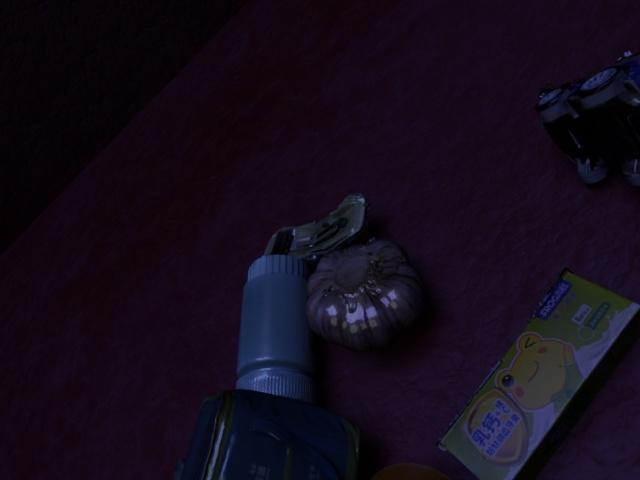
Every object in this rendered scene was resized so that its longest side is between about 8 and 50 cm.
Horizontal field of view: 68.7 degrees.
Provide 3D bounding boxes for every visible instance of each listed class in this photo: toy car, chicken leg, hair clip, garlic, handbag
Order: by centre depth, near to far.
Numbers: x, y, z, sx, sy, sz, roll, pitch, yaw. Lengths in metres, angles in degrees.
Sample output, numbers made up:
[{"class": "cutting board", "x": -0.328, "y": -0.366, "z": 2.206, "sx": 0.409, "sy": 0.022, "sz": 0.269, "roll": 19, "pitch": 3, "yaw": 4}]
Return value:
[{"class": "toy car", "x": 0.467, "y": -0.200, "z": 0.728, "sx": 0.158, "sy": 0.172, "sz": 0.235, "roll": -41, "pitch": 13, "yaw": -4}, {"class": "handbag", "x": -0.087, "y": 0.378, "z": 0.729, "sx": 0.222, "sy": 0.241, "sz": 0.263, "roll": 138, "pitch": 147, "yaw": -60}, {"class": "chicken leg", "x": 0.502, "y": -0.273, "z": 0.853, "sx": 0.196, "sy": 0.080, "sz": 0.125, "roll": -18, "pitch": 40, "yaw": 41}, {"class": "garlic", "x": 0.088, "y": 0.112, "z": 0.880, "sx": 0.245, "sy": 0.160, "sz": 0.245, "roll": -20, "pitch": 32, "yaw": 13}, {"class": "hair clip", "x": 0.001, "y": 0.001, "z": 1.084, "sx": 0.321, "sy": 0.091, "sz": 0.138, "roll": -20, "pitch": 48, "yaw": 44}]

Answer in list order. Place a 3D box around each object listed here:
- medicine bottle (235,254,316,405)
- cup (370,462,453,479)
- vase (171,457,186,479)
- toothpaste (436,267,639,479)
[{"class": "medicine bottle", "x": -0.088, "y": 0.193, "z": 0.965, "sx": 0.158, "sy": 0.158, "sz": 0.318, "roll": -24, "pitch": 48, "yaw": 27}, {"class": "cup", "x": 0.111, "y": 0.392, "z": 0.554, "sx": 0.226, "sy": 0.264, "sz": 0.182, "roll": -30, "pitch": 76, "yaw": 23}, {"class": "vase", "x": -0.309, "y": 0.561, "z": 0.946, "sx": 0.096, "sy": 0.096, "sz": 0.219, "roll": 11, "pitch": 66, "yaw": 46}, {"class": "toothpaste", "x": 0.313, "y": 0.201, "z": 0.663, "sx": 0.327, "sy": 0.077, "sz": 0.110, "roll": -53, "pitch": 43, "yaw": -2}]
